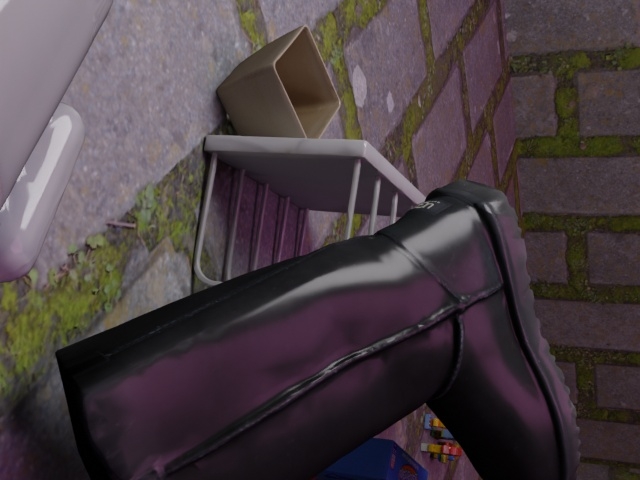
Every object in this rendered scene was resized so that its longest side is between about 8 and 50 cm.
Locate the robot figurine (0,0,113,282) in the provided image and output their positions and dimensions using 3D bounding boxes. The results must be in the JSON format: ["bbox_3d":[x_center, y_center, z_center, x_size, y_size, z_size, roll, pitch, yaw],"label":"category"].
[{"bbox_3d":[-0.234,-0.104,0.419,0.300,0.199,0.354,50,45,-43],"label":"robot figurine"}]

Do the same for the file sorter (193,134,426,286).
[{"bbox_3d":[0.000,0.000,0.987,0.277,0.192,0.173,29,67,-64],"label":"file sorter"}]

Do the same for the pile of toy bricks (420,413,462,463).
[{"bbox_3d":[0.299,0.427,1.800,0.212,0.105,0.118,40,54,-61],"label":"pile of toy bricks"}]

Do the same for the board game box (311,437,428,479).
[{"bbox_3d":[0.006,0.265,0.981,0.160,0.210,0.047,51,46,-55],"label":"board game box"}]

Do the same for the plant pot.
[{"bbox_3d":[-0.053,-0.168,0.956,0.109,0.096,0.109,64,33,-28],"label":"plant pot"}]

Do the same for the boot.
[{"bbox_3d":[0.024,0.182,0.765,0.445,0.146,0.367,-25,102,-31],"label":"boot"}]
